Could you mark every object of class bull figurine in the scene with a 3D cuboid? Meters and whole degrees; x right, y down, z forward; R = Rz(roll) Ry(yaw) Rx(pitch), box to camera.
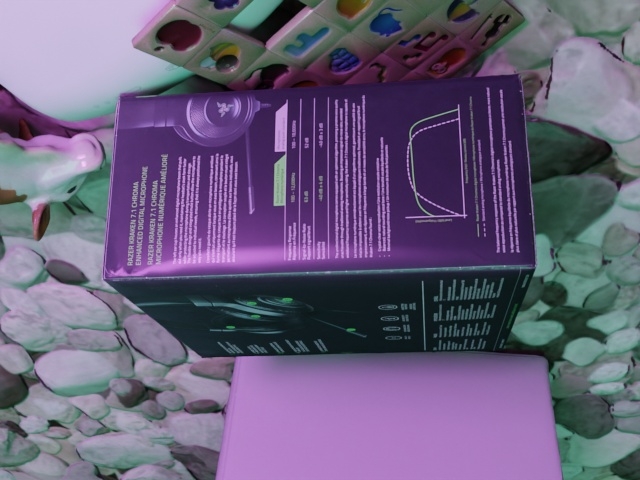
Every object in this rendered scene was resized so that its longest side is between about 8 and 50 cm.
[{"bbox_3d":[-0.314,-0.097,0.622,0.310,0.101,0.188,16,160,-5],"label":"bull figurine"}]

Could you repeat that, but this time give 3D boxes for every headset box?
[{"bbox_3d":[0.000,0.000,0.642,0.283,0.131,0.246,-3,161,7],"label":"headset box"}]

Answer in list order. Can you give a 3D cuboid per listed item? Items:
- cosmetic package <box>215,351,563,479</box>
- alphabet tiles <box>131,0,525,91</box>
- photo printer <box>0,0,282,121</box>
[{"bbox_3d":[0.058,0.353,0.867,0.327,0.394,0.329,3,136,2],"label":"cosmetic package"},{"bbox_3d":[0.032,-0.147,0.553,0.198,0.009,0.237,-36,152,27],"label":"alphabet tiles"},{"bbox_3d":[-0.163,-0.219,0.510,0.256,0.107,0.307,-28,127,29],"label":"photo printer"}]
